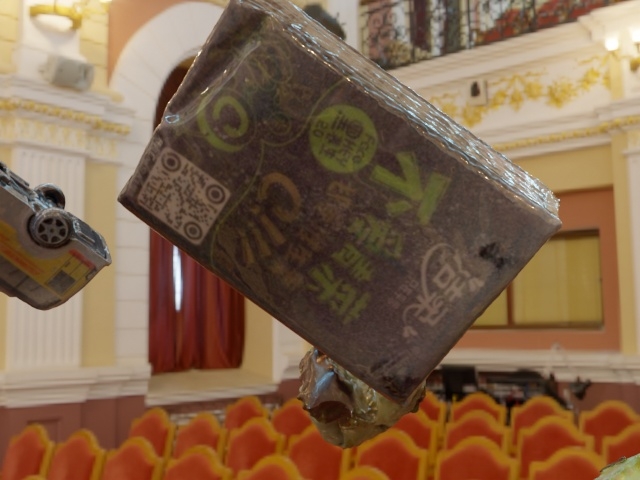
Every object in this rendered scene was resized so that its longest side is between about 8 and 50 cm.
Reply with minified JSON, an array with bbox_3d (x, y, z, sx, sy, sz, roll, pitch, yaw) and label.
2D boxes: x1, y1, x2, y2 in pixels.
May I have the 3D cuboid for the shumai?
[{"bbox_3d":[0.059,0.198,1.102,0.184,0.184,0.142,-1,1,-1],"label":"shumai"}]

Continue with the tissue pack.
[{"bbox_3d":[0.013,-0.040,0.865,0.394,0.288,0.124,36,28,0],"label":"tissue pack"}]

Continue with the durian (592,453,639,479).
[{"bbox_3d":[0.358,0.313,0.910,0.356,0.169,0.157,-28,-41,-8],"label":"durian"}]

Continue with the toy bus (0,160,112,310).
[{"bbox_3d":[-0.232,-0.027,0.534,0.190,0.075,0.064,43,1,-31],"label":"toy bus"}]
